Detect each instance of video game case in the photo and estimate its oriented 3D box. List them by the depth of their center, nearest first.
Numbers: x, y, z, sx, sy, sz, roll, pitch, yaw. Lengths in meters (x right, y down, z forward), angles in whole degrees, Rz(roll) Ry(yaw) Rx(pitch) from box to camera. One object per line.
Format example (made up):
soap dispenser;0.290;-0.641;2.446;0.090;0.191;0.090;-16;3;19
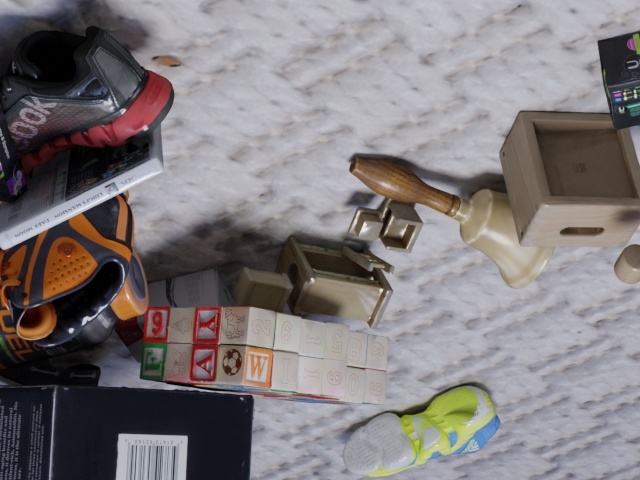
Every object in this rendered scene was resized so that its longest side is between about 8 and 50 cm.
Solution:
video game case;-0.237;-0.066;1.619;0.173;0.190;0.022;-26;111;3

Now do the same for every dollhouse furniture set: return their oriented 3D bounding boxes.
dollhouse furniture set;0.000;0.000;1.910;0.182;0.101;0.161;10;119;-26

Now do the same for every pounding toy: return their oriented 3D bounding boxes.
pounding toy;0.309;-0.031;1.791;0.181;0.206;0.094;0;147;-14

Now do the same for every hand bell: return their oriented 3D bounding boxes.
hand bell;0.141;-0.041;1.857;0.242;0.126;0.126;20;139;-20

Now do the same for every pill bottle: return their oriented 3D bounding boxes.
pill bottle;-0.325;0.072;1.880;0.245;0.130;0.130;-16;147;10

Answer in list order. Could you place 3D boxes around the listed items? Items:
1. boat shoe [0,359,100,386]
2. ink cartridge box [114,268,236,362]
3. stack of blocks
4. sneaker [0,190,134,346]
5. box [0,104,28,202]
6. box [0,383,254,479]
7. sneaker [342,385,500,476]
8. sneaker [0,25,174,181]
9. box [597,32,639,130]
boat shoe;-0.371;0.157;2.087;0.206;0.075;0.065;28;90;-36
ink cartridge box;-0.178;0.094;2.014;0.135;0.056;0.099;-13;147;8
stack of blocks;-0.046;0.140;1.932;0.171;0.087;0.297;-2;169;41
sneaker;-0.359;0.024;1.749;0.321;0.180;0.124;-10;147;2
box;-0.355;-0.116;1.572;0.116;0.029;0.162;11;129;29
box;-0.283;0.261;1.919;0.296;0.183;0.294;9;171;-44
sneaker;0.157;0.296;2.374;0.240;0.091;0.126;-23;145;20
sneaker;-0.281;-0.137;1.600;0.276;0.098;0.135;-15;130;32
box;0.325;-0.167;1.716;0.052;0.062;0.083;-13;147;9
